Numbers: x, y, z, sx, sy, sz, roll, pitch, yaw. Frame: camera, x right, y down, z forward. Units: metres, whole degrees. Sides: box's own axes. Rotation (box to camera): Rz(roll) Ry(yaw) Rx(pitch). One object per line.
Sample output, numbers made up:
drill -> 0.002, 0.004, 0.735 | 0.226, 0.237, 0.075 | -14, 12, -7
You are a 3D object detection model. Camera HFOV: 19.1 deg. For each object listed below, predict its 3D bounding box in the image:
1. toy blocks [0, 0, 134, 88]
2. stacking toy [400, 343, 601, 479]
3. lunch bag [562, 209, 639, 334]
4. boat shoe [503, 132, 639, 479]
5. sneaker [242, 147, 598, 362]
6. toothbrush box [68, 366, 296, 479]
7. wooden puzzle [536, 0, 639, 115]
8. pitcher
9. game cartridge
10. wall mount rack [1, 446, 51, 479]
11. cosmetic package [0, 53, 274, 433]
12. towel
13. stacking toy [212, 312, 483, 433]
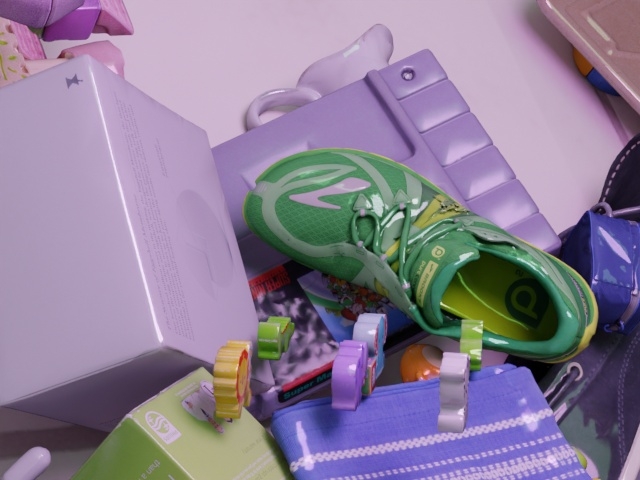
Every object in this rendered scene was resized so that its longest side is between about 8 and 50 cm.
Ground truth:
toy blocks -> -0.223, -0.217, 1.538 | 0.260, 0.309, 0.288 | -7, 59, -28
stacking toy -> 0.157, 0.203, 1.469 | 0.302, 0.166, 0.175 | 57, 21, 14
lunch bag -> 0.241, 0.030, 1.563 | 0.065, 0.067, 0.098 | 10, 59, -11
boat shoe -> 0.244, 0.057, 1.693 | 0.156, 0.187, 0.500 | 34, 50, -10
sneaker -> 0.081, 0.007, 1.483 | 0.295, 0.109, 0.123 | 22, 5, 5
toothbrush box -> -0.066, 0.264, 1.299 | 0.283, 0.206, 0.122 | 45, 24, 6
wooden puzzle -> 0.413, -0.188, 2.071 | 0.322, 0.080, 0.348 | -31, 79, -43
pitcher -> 0.047, -0.085, 1.745 | 0.178, 0.125, 0.207 | -26, 59, -19
game cartridge -> 0.000, 0.000, 1.588 | 0.355, 0.068, 0.230 | -26, 66, -18
wall mount rack -> -0.370, 0.176, 1.260 | 0.350, 0.130, 0.304 | 45, 45, 7
cosmetic package -> -0.158, 0.013, 1.412 | 0.225, 0.138, 0.224 | 35, 37, -69
towel -> 0.133, 0.226, 1.290 | 0.243, 0.040, 0.336 | -5, 49, -38
stacking toy -> 0.027, 0.080, 1.337 | 0.167, 0.052, 0.221 | 3, 11, 9
